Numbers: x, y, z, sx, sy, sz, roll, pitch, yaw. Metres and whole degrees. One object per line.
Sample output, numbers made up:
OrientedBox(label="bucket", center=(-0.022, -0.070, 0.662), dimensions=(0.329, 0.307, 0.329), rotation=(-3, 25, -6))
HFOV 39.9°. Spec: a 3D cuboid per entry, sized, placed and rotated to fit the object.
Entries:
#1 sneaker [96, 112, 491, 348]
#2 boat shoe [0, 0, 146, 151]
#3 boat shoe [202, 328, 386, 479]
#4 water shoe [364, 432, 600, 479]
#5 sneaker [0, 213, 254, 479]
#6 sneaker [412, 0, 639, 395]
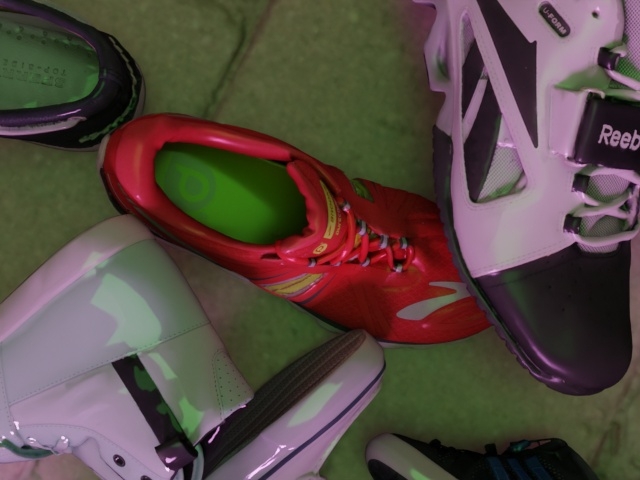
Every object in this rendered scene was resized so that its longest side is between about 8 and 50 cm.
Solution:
OrientedBox(label="sneaker", center=(0.000, 0.000, 0.527), dimensions=(0.279, 0.118, 0.107), rotation=(18, 87, -11))
OrientedBox(label="boat shoe", center=(-0.262, -0.121, 0.538), dimensions=(0.303, 0.091, 0.114), rotation=(4, 87, -3))
OrientedBox(label="boat shoe", center=(-0.035, 0.151, 0.553), dimensions=(0.226, 0.083, 0.076), rotation=(-41, 101, 8))
OrientedBox(label="water shoe", center=(0.125, 0.160, 0.567), dimensions=(0.203, 0.073, 0.080), rotation=(29, 65, -5))
OrientedBox(label="sneaker", center=(-0.155, 0.121, 0.501), dimensions=(0.256, 0.094, 0.151), rotation=(-41, 82, 16))
OrientedBox(label="sneaker", center=(0.146, -0.076, 0.507), dimensions=(0.123, 0.146, 0.330), rotation=(-8, 83, -44))
